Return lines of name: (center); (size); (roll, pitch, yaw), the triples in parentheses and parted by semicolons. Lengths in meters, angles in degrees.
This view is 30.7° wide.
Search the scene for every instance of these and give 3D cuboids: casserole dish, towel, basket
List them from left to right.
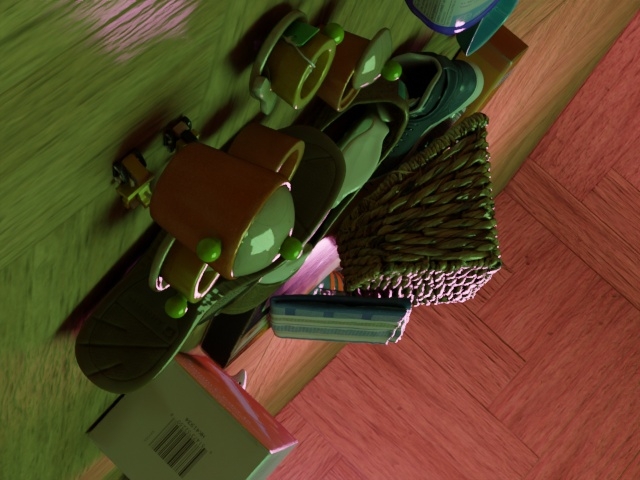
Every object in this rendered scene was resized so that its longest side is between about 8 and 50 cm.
towel: (0.027, 0.117, 1.758); (0.285, 0.209, 0.034); (92, 1, -76)
basket: (0.126, -0.034, 1.673); (0.213, 0.223, 0.299); (-4, 169, -2)
casserole dish: (0.235, -0.325, 1.590); (0.114, 0.037, 0.188); (-44, 172, -19)

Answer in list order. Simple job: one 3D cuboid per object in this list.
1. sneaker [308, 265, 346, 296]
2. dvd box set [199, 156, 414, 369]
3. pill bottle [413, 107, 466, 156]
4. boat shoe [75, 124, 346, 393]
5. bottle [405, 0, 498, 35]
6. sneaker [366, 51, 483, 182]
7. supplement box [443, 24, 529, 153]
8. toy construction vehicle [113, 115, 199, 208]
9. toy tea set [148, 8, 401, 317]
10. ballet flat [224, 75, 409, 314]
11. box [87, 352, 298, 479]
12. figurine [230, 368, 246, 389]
sneaker: (0.015, 0.107, 2.163); (0.108, 0.121, 0.302); (-50, 171, 15)
dvd box set: (0.000, 0.000, 1.818); (0.420, 0.062, 0.308); (-41, 170, -32)
pill bottle: (0.161, -0.191, 1.689); (0.137, 0.078, 0.078); (-48, 171, 6)
boat shoe: (-0.114, 0.014, 1.212); (0.342, 0.123, 0.123); (-48, -175, 2)
bottle: (0.146, -0.299, 1.097); (0.118, 0.092, 0.283); (-44, 171, -13)
sneaker: (0.091, -0.159, 1.503); (0.226, 0.086, 0.163); (-42, 165, 22)
supplement box: (0.223, -0.231, 1.820); (0.080, 0.078, 0.233); (-42, 171, -49)
toy construction vehicle: (-0.136, -0.059, 0.998); (0.086, 0.035, 0.098); (-44, 170, -22)
toy tea set: (-0.022, -0.074, 1.024); (0.336, 0.124, 0.200); (-56, 170, -19)
ballet flat: (-0.014, -0.045, 1.313); (0.342, 0.116, 0.124); (-49, -159, 4)
box: (-0.182, 0.305, 1.790); (0.168, 0.215, 0.345); (-47, 172, -2)
figurine: (-0.206, 0.372, 2.272); (0.209, 0.092, 0.215); (116, -4, -48)
